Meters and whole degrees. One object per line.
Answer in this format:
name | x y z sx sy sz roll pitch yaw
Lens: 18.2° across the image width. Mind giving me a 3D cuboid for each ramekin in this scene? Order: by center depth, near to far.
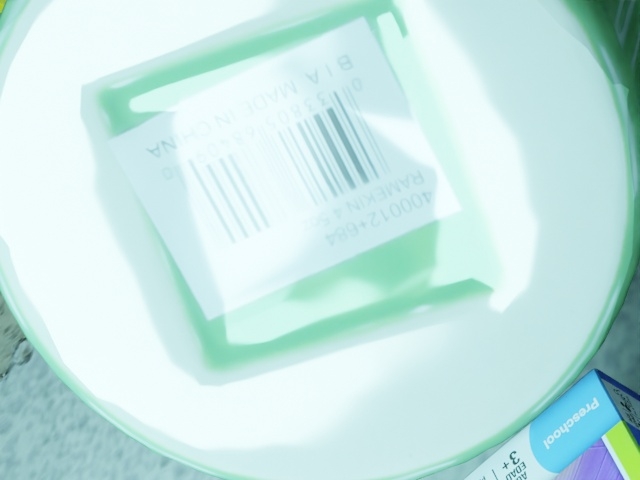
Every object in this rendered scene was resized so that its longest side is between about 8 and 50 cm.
ramekin | 0.000 -0.042 0.840 0.303 0.303 0.148 -42 9 19

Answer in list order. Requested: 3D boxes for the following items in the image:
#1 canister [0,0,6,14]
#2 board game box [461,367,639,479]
canister | -0.249 -0.254 1.394 0.073 0.126 0.170 -3 67 45
board game box | 0.050 0.252 0.804 0.347 0.078 0.233 -43 42 18
